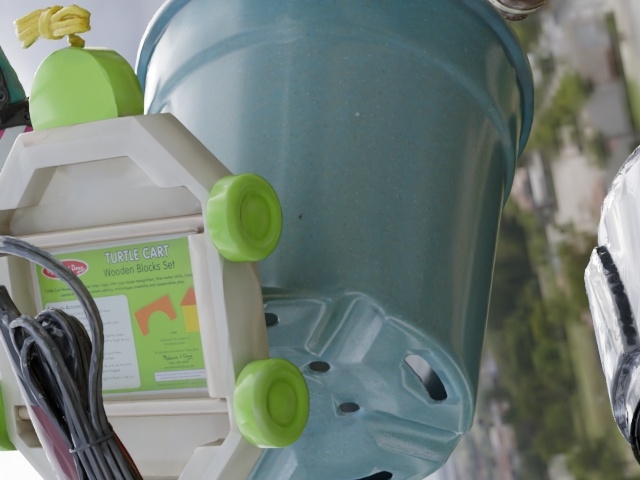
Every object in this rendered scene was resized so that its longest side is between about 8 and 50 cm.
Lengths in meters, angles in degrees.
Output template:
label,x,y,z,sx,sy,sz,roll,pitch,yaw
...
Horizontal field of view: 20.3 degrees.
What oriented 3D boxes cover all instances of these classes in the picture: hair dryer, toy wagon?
label,x,y,z,sx,sy,sz,roll,pitch,yaw
hair dryer,-0.075,0.136,0.838,0.223,0.080,0.293,58,159,30
toy wagon,-0.135,0.014,1.191,0.068,0.267,0.344,-10,-86,-52

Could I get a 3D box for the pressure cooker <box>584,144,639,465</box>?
label,x,y,z,sx,sy,sz,roll,pitch,yaw
pressure cooker,0.475,0.100,1.790,0.375,0.370,0.420,124,154,-43

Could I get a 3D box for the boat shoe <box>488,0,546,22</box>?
label,x,y,z,sx,sy,sz,roll,pitch,yaw
boat shoe,0.179,-0.316,1.640,0.095,0.095,0.257,127,160,-68

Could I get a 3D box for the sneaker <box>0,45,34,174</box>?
label,x,y,z,sx,sy,sz,roll,pitch,yaw
sneaker,-0.267,-0.110,1.629,0.124,0.295,0.178,166,93,-68

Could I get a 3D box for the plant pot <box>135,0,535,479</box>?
label,x,y,z,sx,sy,sz,roll,pitch,yaw
plant pot,0.000,0.000,1.406,0.341,0.341,0.334,76,-166,-45
